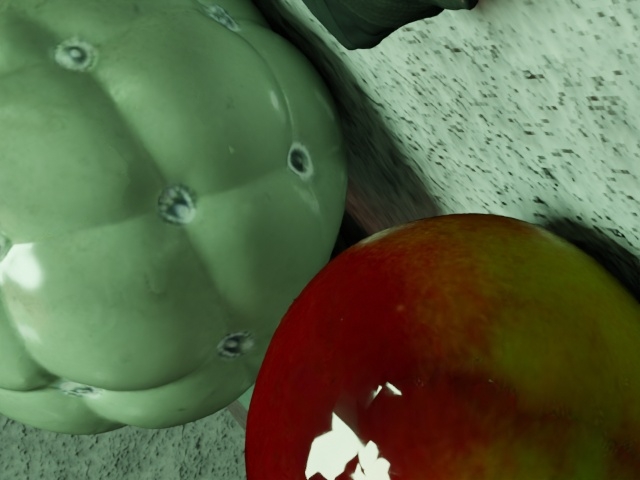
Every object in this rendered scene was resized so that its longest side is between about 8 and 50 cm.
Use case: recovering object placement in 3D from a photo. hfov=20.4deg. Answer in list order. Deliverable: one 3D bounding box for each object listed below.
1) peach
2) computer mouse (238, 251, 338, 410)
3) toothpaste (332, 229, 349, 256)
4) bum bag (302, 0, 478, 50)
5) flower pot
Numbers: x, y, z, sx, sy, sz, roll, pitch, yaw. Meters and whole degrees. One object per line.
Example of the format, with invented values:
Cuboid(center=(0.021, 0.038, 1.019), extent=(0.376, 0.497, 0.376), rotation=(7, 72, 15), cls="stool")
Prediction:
Cuboid(center=(0.058, 0.079, 0.698), extent=(0.197, 0.197, 0.197), rotation=(50, 170, 12), cls="peach")
Cuboid(center=(0.037, 0.107, 1.057), extent=(0.379, 0.090, 0.167), rotation=(36, 161, 28), cls="computer mouse")
Cuboid(center=(0.000, 0.000, 1.096), extent=(0.048, 0.029, 0.197), rotation=(37, 161, 37), cls="toothpaste")
Cuboid(center=(0.016, -0.115, 0.510), extent=(0.123, 0.060, 0.248), rotation=(54, 169, -10), cls="bum bag")
Cuboid(center=(-0.104, -0.023, 0.884), extent=(0.195, 0.246, 0.246), rotation=(21, 180, -19), cls="flower pot")
